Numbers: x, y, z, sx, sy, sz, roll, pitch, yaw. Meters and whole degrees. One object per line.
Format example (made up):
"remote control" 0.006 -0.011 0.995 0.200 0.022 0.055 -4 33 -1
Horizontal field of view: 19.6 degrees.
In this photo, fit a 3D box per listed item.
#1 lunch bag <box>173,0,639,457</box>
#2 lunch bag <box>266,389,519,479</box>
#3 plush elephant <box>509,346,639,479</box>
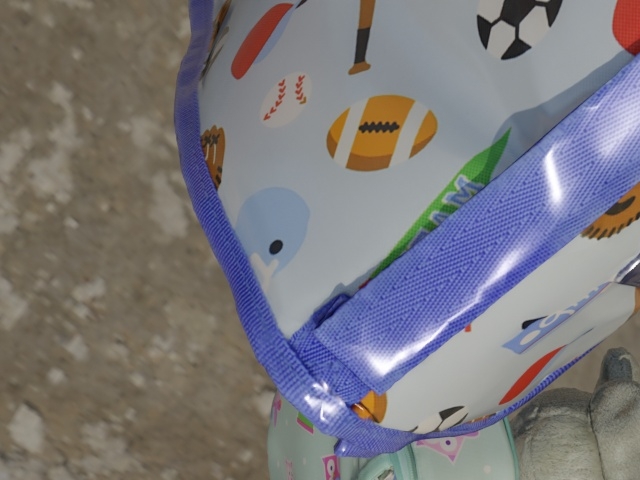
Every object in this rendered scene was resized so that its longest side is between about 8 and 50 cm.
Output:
"lunch bag" 0.109 -0.092 0.869 0.328 0.385 0.239 -42 106 15
"lunch bag" 0.043 0.162 1.345 0.108 0.279 0.224 0 57 -16
"plush elephant" 0.248 0.218 1.626 0.272 0.330 0.255 -5 110 38
